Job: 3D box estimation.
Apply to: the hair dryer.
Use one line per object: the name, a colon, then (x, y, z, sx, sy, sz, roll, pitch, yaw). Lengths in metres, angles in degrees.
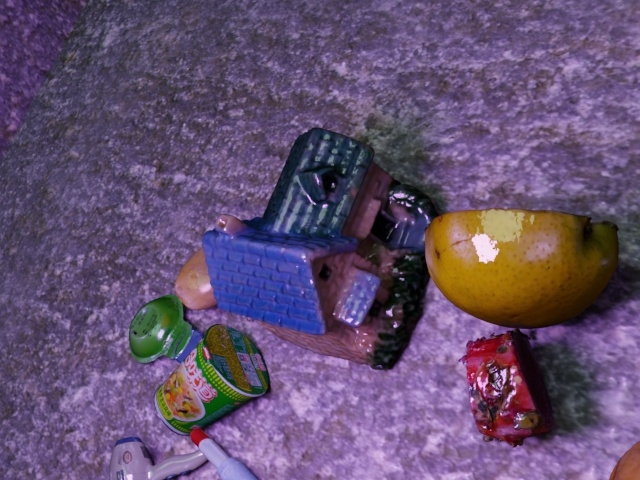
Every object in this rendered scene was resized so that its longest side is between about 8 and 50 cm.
hair dryer: (-0.387, 0.622, 2.098, 0.298, 0.119, 0.296, -4, 67, 23)

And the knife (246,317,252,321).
knife: (-0.098, 0.047, 2.257, 0.365, 0.043, 0.089, -64, 12, -9)

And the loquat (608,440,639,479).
loquat: (0.568, 0.414, 1.380, 0.238, 0.193, 0.238, -5, 61, 10)

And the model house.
model house: (0.000, 0.000, 1.956, 0.395, 0.400, 0.446, 11, 70, 45)

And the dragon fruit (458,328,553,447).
dragon fruit: (0.340, 0.276, 1.655, 0.147, 0.211, 0.282, -24, 24, 18)

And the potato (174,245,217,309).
potato: (-0.277, 0.085, 2.307, 0.234, 0.146, 0.150, -36, 90, -2)

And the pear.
pear: (0.364, 0.067, 1.670, 0.386, 0.340, 0.192, -15, 64, 57)

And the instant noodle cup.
instant noodle cup: (-0.277, 0.346, 2.110, 0.232, 0.207, 0.207, -40, 45, 22)

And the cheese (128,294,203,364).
cheese: (-0.419, 0.249, 2.354, 0.320, 0.083, 0.204, 19, 74, 46)

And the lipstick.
lipstick: (-0.211, 0.521, 2.012, 0.274, 0.068, 0.061, 34, 86, 40)
